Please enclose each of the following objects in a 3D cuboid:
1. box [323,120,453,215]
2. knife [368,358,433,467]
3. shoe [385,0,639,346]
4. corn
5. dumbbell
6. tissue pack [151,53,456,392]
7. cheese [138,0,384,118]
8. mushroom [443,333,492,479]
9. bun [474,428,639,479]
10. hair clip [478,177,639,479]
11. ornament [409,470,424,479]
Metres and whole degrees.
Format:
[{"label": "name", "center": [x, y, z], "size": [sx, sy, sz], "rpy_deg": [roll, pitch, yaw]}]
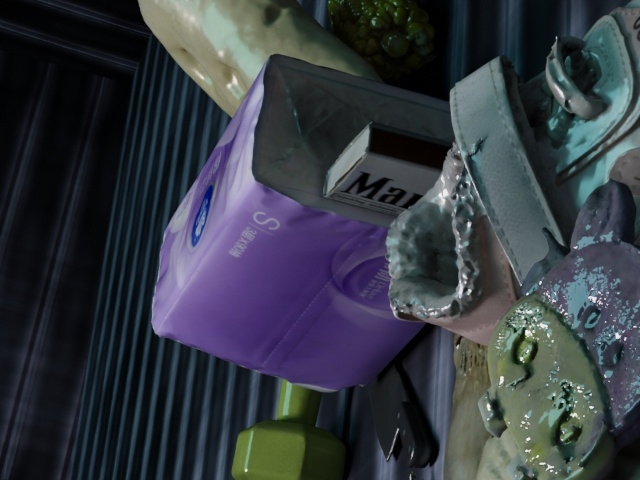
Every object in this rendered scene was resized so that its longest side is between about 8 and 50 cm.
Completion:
[{"label": "box", "center": [0.102, -0.044, 1.417], "size": [0.115, 0.177, 0.036], "rpy_deg": [136, 145, -64]}, {"label": "knife", "center": [0.071, 0.170, 1.671], "size": [0.245, 0.019, 0.072], "rpy_deg": [-109, 33, -71]}, {"label": "shoe", "center": [0.174, -0.046, 1.101], "size": [0.172, 0.198, 0.351], "rpy_deg": [-100, 26, -55]}, {"label": "corn", "center": [0.060, -0.249, 1.950], "size": [0.292, 0.101, 0.101], "rpy_deg": [-107, 33, -67]}, {"label": "dumbbell", "center": [-0.014, 0.124, 1.849], "size": [0.108, 0.121, 0.302], "rpy_deg": [-5, 70, 46]}, {"label": "tissue pack", "center": [0.000, 0.000, 1.628], "size": [0.338, 0.242, 0.160], "rpy_deg": [126, 156, -56]}, {"label": "cheese", "center": [-0.033, -0.173, 1.822], "size": [0.129, 0.351, 0.328], "rpy_deg": [-42, 23, -7]}, {"label": "mushroom", "center": [0.132, 0.205, 1.260], "size": [0.123, 0.095, 0.351], "rpy_deg": [89, -173, -60]}, {"label": "bun", "center": [0.182, 0.158, 0.977], "size": [0.239, 0.141, 0.239], "rpy_deg": [-48, 21, 25]}, {"label": "hair clip", "center": [0.141, 0.057, 0.946], "size": [0.146, 0.056, 0.187], "rpy_deg": [-50, 24, 22]}, {"label": "ornament", "center": [0.075, 0.265, 1.539], "size": [0.073, 0.028, 0.125], "rpy_deg": [163, 118, -74]}]
